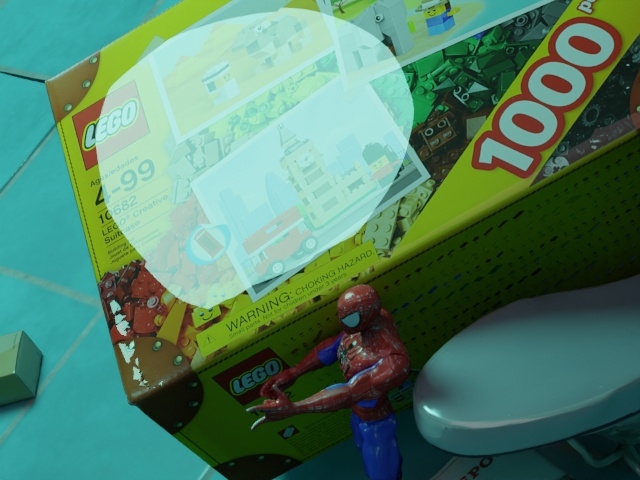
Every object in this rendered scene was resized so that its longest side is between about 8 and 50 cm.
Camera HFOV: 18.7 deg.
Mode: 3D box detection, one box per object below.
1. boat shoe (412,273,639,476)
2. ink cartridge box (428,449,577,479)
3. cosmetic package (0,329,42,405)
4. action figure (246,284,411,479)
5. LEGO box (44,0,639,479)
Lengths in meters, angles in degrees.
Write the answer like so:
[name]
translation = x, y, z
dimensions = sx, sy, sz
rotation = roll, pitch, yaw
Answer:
[boat shoe]
translation = 0.244, 0.108, 1.491
dimensions = 0.367, 0.156, 0.136
rotation = -23, 39, -17
[ink cartridge box]
translation = 0.157, 0.260, 1.448
dimensions = 0.160, 0.092, 0.219
rotation = -41, 41, -10
[cosmetic package]
translation = -0.336, 0.134, 1.919
dimensions = 0.115, 0.041, 0.060
rotation = -17, 43, 18
[action figure]
translation = 0.006, 0.148, 1.486
dimensions = 0.139, 0.280, 0.091
rotation = -11, 40, -10
[LEGO box]
translation = 0.058, -0.081, 1.622
dimensions = 0.500, 0.193, 0.372
rotation = -29, 51, 11
